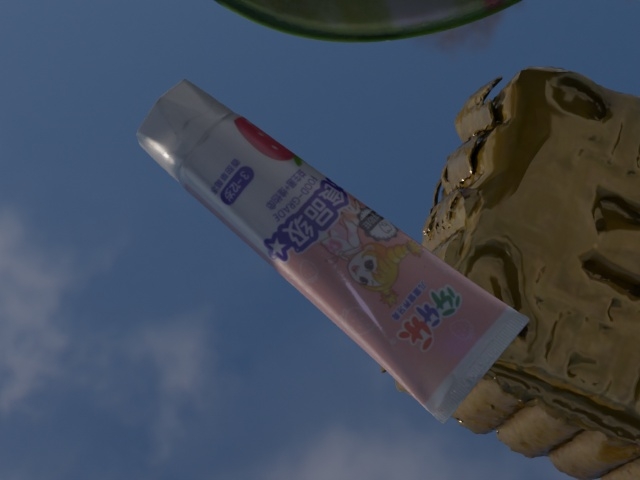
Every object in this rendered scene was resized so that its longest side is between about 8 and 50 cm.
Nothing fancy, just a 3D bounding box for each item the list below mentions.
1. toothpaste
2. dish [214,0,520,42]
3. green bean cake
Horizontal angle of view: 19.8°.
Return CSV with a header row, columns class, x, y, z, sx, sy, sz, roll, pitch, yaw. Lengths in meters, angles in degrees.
class,x,y,z,sx,sy,sz,roll,pitch,yaw
toothpaste,0.000,0.000,0.841,0.194,0.043,0.067,38,-114,10
dish,0.041,-0.275,1.055,0.324,0.324,0.124,-11,-132,-6
green bean cake,0.171,0.024,1.137,0.230,0.131,0.224,24,-106,-6
